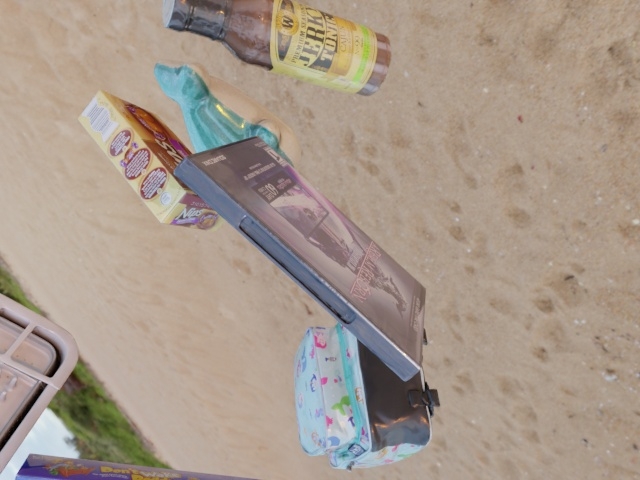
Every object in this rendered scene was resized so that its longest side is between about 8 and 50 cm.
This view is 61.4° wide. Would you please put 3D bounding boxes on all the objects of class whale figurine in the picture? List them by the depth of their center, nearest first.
[{"bbox_3d":[-0.154,-0.163,0.848,0.216,0.141,0.272,21,167,39],"label":"whale figurine"}]

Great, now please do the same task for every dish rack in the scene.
[{"bbox_3d":[-0.531,0.206,0.721,0.286,0.332,0.072,34,127,-14],"label":"dish rack"}]

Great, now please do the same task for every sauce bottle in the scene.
[{"bbox_3d":[-0.057,-0.303,0.810,0.111,0.345,0.111,-14,74,59],"label":"sauce bottle"}]

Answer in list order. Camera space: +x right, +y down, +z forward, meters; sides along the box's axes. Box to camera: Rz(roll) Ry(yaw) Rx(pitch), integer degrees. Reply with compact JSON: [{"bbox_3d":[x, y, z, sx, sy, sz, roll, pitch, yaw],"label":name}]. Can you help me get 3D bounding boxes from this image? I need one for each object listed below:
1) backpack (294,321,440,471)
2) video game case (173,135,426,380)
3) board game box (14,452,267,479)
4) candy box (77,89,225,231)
[{"bbox_3d":[0.056,0.243,0.850,0.253,0.191,0.225,102,163,-59],"label":"backpack"},{"bbox_3d":[0.000,0.000,0.556,0.274,0.196,0.026,41,110,-2],"label":"video game case"},{"bbox_3d":[-0.235,0.429,0.708,0.348,0.233,0.078,15,173,-17],"label":"board game box"},{"bbox_3d":[-0.198,-0.095,0.661,0.186,0.053,0.109,46,-167,20],"label":"candy box"}]
